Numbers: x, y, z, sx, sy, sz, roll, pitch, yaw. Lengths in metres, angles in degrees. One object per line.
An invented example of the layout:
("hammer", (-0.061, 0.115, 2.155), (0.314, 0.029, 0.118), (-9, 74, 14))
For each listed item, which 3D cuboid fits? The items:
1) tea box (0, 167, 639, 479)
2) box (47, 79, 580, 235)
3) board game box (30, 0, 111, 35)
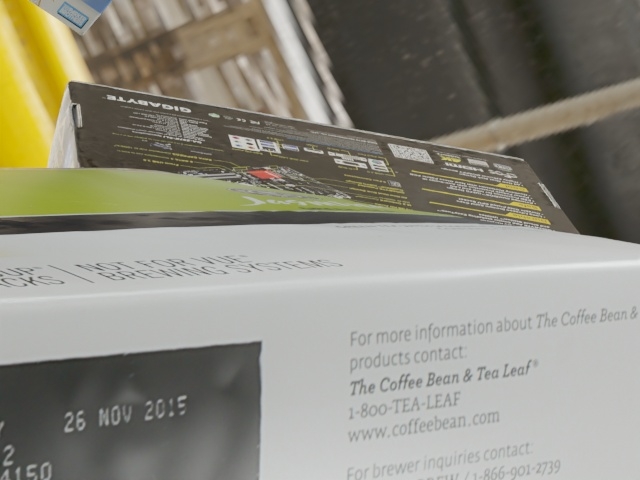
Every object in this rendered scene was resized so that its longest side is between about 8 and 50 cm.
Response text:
("tea box", (-0.102, 0.093, 0.668), (0.324, 0.329, 0.220), (12, -79, 49))
("box", (0.000, 0.000, 1.196), (0.322, 0.257, 0.079), (9, -68, -14))
("board game box", (-0.164, -0.216, 1.070), (0.136, 0.201, 0.035), (-49, -139, 11))
